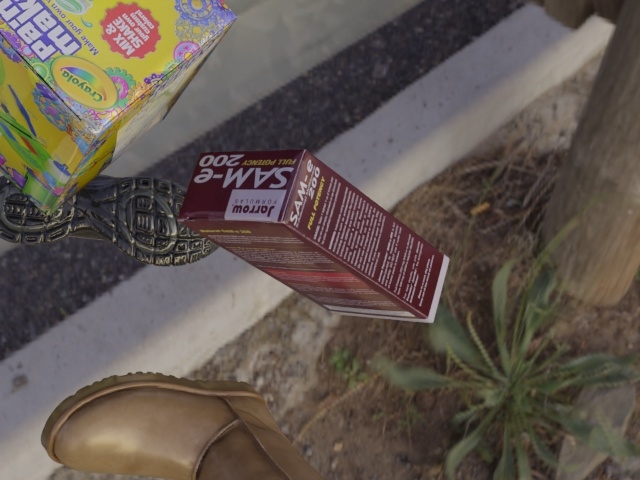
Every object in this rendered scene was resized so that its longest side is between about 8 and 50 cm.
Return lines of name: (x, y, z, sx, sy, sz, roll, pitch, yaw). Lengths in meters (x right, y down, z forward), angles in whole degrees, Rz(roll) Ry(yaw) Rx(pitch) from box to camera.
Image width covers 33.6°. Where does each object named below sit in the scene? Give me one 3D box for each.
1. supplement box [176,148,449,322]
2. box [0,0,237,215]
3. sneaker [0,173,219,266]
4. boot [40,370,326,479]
supplement box: (0.000, 0.000, 0.980, 0.130, 0.239, 0.073, 2, 69, 40)
box: (-0.271, -0.211, 0.981, 0.290, 0.279, 0.177, 48, 66, -6)
sneaker: (-0.255, -0.043, 1.299, 0.286, 0.109, 0.130, 11, 12, -5)
boot: (-0.073, 0.215, 0.876, 0.236, 0.089, 0.269, -2, 30, -37)
